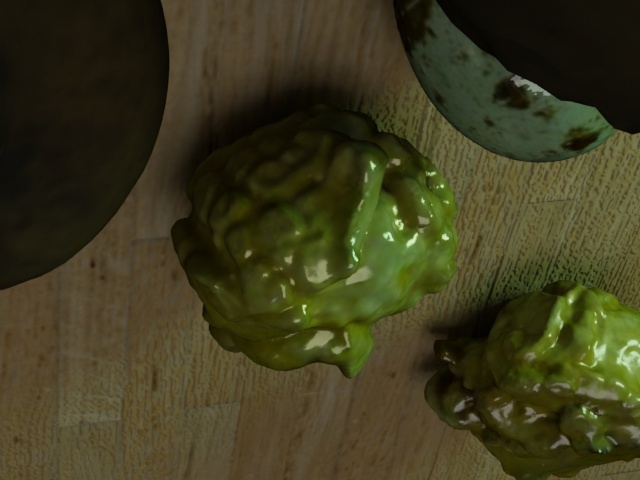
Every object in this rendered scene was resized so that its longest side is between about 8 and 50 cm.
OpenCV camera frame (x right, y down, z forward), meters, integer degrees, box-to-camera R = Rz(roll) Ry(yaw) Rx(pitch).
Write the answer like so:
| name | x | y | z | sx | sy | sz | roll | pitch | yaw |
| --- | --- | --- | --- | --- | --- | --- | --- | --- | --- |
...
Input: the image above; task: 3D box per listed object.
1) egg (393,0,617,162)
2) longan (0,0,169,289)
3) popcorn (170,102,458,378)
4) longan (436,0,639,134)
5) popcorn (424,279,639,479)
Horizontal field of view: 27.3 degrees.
| name | x | y | z | sx | sy | sz | roll | pitch | yaw |
| --- | --- | --- | --- | --- | --- | --- | --- | --- | --- |
| egg | 0.148 | -0.157 | 1.005 | 0.231 | 0.169 | 0.169 | 35 | 115 | -29 |
| longan | -0.239 | -0.113 | 0.795 | 0.319 | 0.319 | 0.319 | -12 | 137 | -11 |
| popcorn | 0.000 | 0.000 | 1.091 | 0.256 | 0.195 | 0.255 | -12 | 146 | -38 |
| longan | 0.228 | -0.249 | 0.752 | 0.436 | 0.404 | 0.404 | 23 | 123 | -21 |
| popcorn | 0.242 | 0.142 | 1.360 | 0.266 | 0.192 | 0.233 | 6 | 152 | 5 |
